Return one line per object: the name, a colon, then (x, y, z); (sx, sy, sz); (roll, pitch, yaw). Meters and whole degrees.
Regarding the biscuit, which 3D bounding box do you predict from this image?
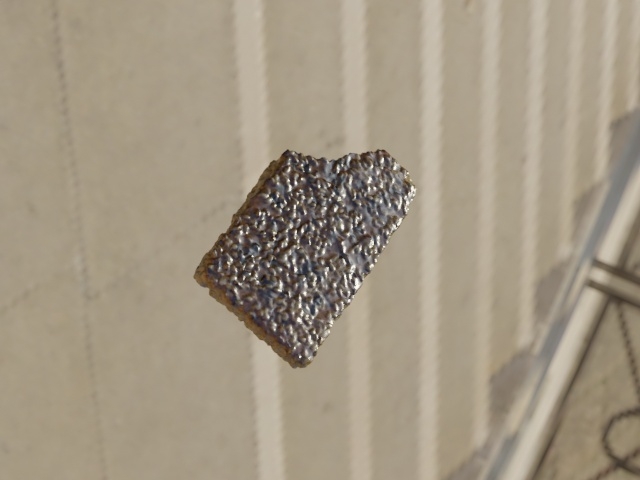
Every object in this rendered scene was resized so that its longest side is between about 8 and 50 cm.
biscuit: (-0.006, -0.011, 1.604); (0.131, 0.026, 0.237); (44, 55, -15)
